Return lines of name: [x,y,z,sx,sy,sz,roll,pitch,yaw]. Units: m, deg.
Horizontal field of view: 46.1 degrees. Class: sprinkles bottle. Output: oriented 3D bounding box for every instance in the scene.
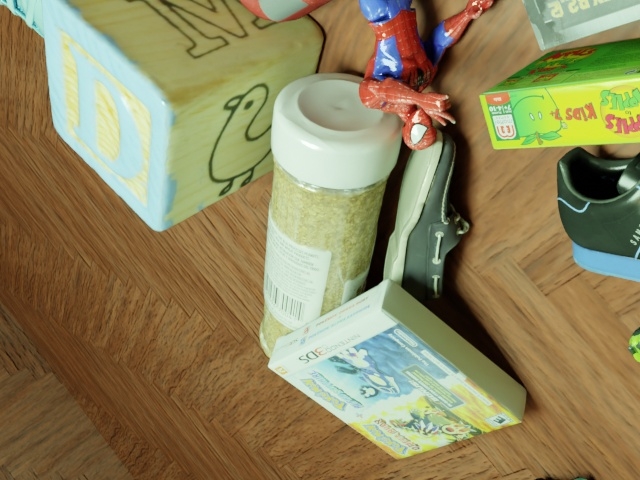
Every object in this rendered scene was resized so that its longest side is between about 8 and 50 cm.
sprinkles bottle: [0.000,0.000,0.803,0.121,0.121,0.355,38,143,25]

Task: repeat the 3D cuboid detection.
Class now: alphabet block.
alphabet block: [-0.143,-0.163,0.776,0.193,0.197,0.192,44,145,18]

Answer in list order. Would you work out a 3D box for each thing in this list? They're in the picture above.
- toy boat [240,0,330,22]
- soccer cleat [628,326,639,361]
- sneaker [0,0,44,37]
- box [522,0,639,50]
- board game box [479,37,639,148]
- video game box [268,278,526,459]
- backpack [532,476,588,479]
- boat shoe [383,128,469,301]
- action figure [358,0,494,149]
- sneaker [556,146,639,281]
toy boat: [-0.081,-0.290,0.629,0.151,0.151,0.231,-9,111,53]
soccer cleat: [0.296,0.074,0.558,0.060,0.072,0.179,55,168,5]
sneaker: [-0.448,-0.371,1.019,0.366,0.150,0.135,49,147,10]
box: [0.200,-0.228,0.419,0.231,0.056,0.183,-7,114,53]
board game box: [0.207,-0.099,0.487,0.181,0.092,0.043,5,121,50]
video game box: [0.077,0.146,0.796,0.205,0.048,0.187,39,138,-18]
backpack: [0.226,0.353,0.761,0.165,0.188,0.144,54,146,1]
boat shoe: [0.108,-0.018,0.729,0.065,0.075,0.206,6,130,-5]
action figure: [0.070,-0.195,0.574,0.139,0.092,0.280,22,134,52]
sneaker: [0.260,-0.016,0.501,0.232,0.081,0.090,8,131,49]
